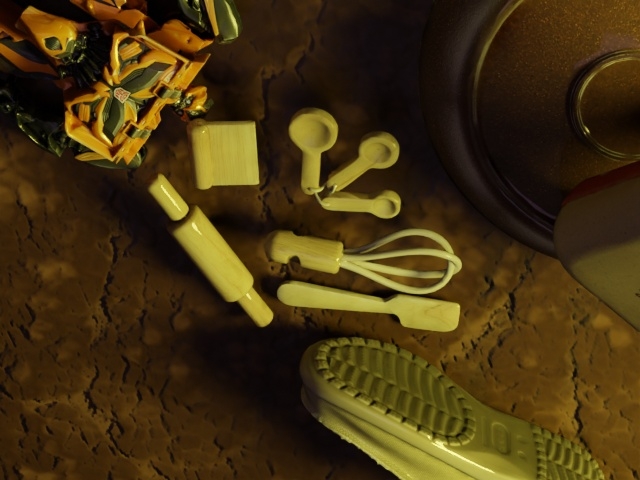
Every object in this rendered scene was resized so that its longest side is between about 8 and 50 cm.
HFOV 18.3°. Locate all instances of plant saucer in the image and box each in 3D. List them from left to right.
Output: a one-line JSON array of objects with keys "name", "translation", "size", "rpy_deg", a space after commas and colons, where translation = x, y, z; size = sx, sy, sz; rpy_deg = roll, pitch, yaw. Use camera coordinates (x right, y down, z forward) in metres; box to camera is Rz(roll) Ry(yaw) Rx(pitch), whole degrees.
[{"name": "plant saucer", "translation": [0.221, -0.103, 1.404], "size": [0.310, 0.050, 0.311], "rpy_deg": [4, 120, 7]}]

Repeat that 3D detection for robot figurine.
[{"name": "robot figurine", "translation": [-0.204, -0.167, 1.421], "size": [0.291, 0.085, 0.211], "rpy_deg": [34, 120, -9]}]

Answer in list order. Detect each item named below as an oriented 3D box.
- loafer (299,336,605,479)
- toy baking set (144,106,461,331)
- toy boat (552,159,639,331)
[{"name": "loafer", "translation": [0.093, 0.168, 1.543], "size": [0.268, 0.102, 0.092], "rpy_deg": [28, 121, -9]}, {"name": "toy baking set", "translation": [-0.007, 0.001, 1.485], "size": [0.196, 0.030, 0.256], "rpy_deg": [-14, 128, 24]}, {"name": "toy boat", "translation": [0.272, -0.024, 1.334], "size": [0.151, 0.151, 0.231], "rpy_deg": [38, 160, -12]}]
